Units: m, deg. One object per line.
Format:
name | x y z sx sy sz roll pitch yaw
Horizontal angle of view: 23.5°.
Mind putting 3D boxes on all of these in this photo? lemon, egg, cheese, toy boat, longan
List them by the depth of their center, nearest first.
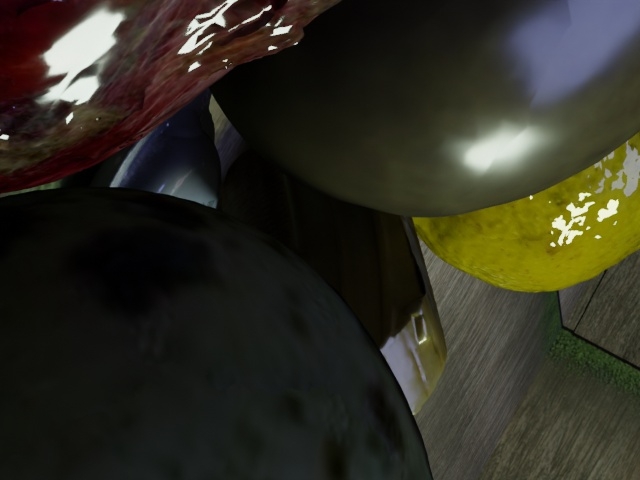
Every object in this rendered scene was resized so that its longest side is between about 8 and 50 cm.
egg | -0.131 0.182 0.711 0.428 0.345 0.345 -62 163 1
longan | 0.070 -0.167 0.830 0.319 0.319 0.319 -53 160 -28
toy boat | 0.000 0.000 0.935 0.310 0.115 0.089 -101 171 -52
cheese | -0.119 0.012 0.974 0.135 0.052 0.244 -22 137 -62
lemon | 0.190 -0.090 1.354 0.268 0.268 0.322 -47 179 -40

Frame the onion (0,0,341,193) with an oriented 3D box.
onion | -0.096 -0.142 0.493 0.276 0.276 0.276 -53 160 -28
